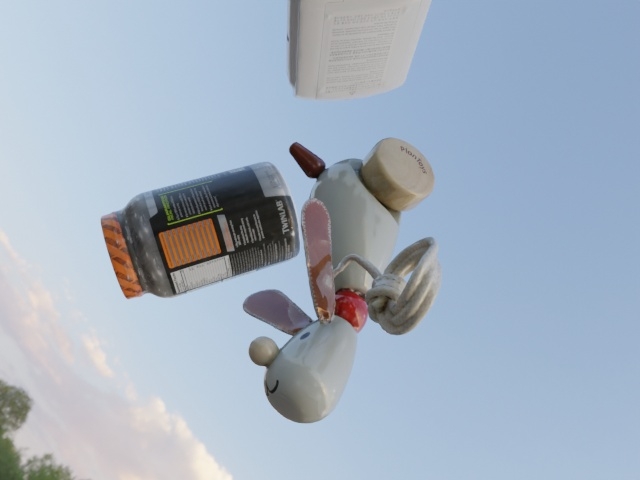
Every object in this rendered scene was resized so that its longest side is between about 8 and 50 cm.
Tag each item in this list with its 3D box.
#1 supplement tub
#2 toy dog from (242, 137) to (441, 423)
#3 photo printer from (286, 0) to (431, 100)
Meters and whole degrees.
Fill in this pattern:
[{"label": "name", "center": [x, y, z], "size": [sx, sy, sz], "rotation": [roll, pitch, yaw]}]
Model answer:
[{"label": "supplement tub", "center": [-0.210, -0.015, 0.950], "size": [0.193, 0.316, 0.194], "rotation": [164, -90, -74]}, {"label": "toy dog", "center": [0.000, 0.000, 0.555], "size": [0.161, 0.334, 0.220], "rotation": [31, -62, -6]}, {"label": "photo printer", "center": [0.061, -0.385, 1.008], "size": [0.307, 0.256, 0.107], "rotation": [99, -19, -67]}]
